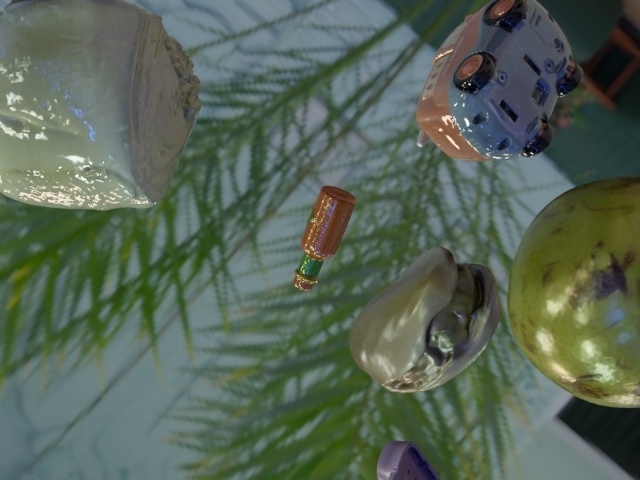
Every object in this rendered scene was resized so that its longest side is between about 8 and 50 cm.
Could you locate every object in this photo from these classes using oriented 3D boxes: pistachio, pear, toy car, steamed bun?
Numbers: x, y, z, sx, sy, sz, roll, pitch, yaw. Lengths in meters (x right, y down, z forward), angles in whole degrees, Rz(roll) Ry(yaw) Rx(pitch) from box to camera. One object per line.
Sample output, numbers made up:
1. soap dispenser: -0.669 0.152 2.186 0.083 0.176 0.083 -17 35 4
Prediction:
1. pistachio: 0.156 0.121 1.976 0.166 0.288 0.197 23 -135 -25
2. pear: 0.351 0.057 1.494 0.283 0.283 0.283 40 -175 -4
3. toy car: 0.260 -0.247 2.067 0.180 0.271 0.212 43 151 -28
4. steamed bun: -0.323 -0.190 1.718 0.272 0.290 0.274 55 -146 -55

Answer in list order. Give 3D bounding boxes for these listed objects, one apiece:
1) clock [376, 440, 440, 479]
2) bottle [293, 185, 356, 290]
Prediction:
1. clock: 0.154 0.438 2.392 0.050 0.110 0.153 4 140 41
2. bottle: 0.000 0.000 2.282 0.069 0.187 0.069 20 -163 -6
